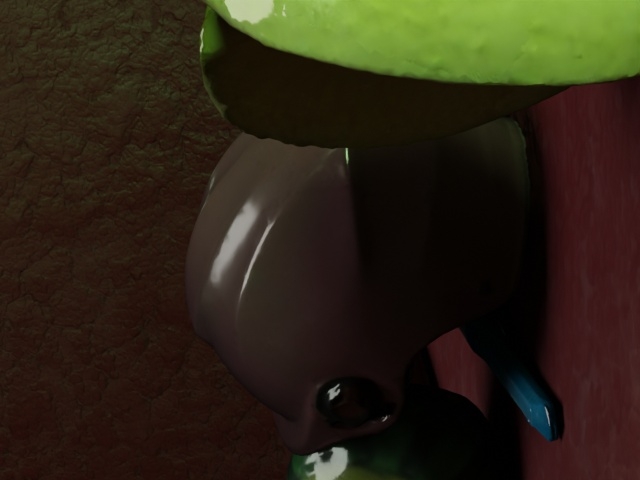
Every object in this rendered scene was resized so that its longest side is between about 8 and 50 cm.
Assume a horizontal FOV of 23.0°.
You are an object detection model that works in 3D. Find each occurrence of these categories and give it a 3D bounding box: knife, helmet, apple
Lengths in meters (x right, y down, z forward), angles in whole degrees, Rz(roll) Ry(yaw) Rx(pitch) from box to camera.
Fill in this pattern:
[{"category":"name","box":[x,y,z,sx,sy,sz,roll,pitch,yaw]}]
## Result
[{"category":"knife","box":[0.147,0.097,1.272,0.296,0.026,0.044,-120,25,-71]},{"category":"helmet","box":[0.000,0.000,1.241,0.338,0.197,0.271,-42,31,29]},{"category":"apple","box":[0.061,-0.177,0.821,0.295,0.258,0.233,156,111,-84]}]

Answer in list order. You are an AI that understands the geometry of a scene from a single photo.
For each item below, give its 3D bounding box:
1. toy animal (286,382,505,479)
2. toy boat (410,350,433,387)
[{"category":"toy animal","box":[0.062,0.262,1.390,0.191,0.216,0.338,-56,-24,-52]},{"category":"toy boat","box":[0.035,0.168,1.708,0.445,0.162,0.136,-102,8,-55]}]
